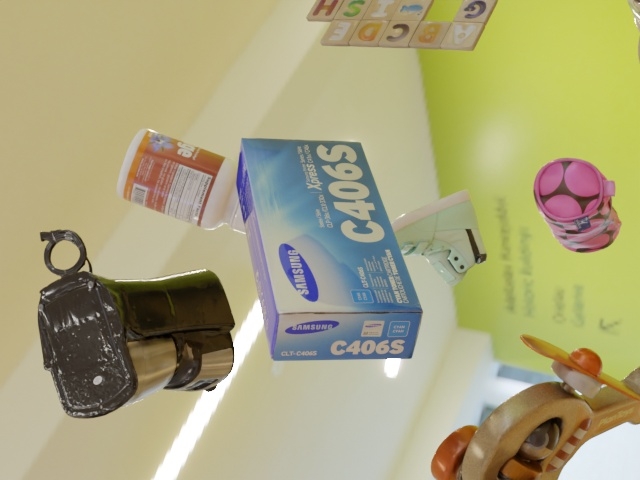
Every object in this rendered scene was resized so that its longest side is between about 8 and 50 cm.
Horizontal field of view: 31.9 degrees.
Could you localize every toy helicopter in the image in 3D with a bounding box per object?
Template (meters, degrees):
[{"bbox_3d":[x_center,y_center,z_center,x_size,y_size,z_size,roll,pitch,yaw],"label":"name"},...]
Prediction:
[{"bbox_3d":[0.311,0.206,1.362,0.355,0.140,0.235,-12,-53,-37],"label":"toy helicopter"}]

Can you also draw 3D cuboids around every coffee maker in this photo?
[{"bbox_3d":[-0.171,0.073,1.078,0.178,0.120,0.171,-6,-82,-61],"label":"coffee maker"}]

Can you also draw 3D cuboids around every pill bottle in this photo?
[{"bbox_3d":[-0.206,-0.090,1.794,0.121,0.216,0.121,-160,90,-88],"label":"pill bottle"}]

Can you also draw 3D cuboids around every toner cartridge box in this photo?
[{"bbox_3d":[0.000,0.000,1.349,0.347,0.165,0.075,-107,20,-51],"label":"toner cartridge box"}]

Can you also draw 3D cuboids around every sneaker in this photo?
[{"bbox_3d":[0.178,0.022,1.945,0.256,0.094,0.151,-23,-90,-19],"label":"sneaker"}]

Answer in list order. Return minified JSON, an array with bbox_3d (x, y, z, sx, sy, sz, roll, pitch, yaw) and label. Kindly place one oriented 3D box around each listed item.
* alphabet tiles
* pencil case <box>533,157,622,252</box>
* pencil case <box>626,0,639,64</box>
[{"bbox_3d":[0.106,-0.298,1.315,0.198,0.237,0.009,-63,-36,-28],"label":"alphabet tiles"},{"bbox_3d":[0.337,-0.040,1.442,0.209,0.098,0.095,29,-127,-69],"label":"pencil case"},{"bbox_3d":[0.432,-0.294,1.325,0.410,0.160,0.183,22,-116,-65],"label":"pencil case"}]
